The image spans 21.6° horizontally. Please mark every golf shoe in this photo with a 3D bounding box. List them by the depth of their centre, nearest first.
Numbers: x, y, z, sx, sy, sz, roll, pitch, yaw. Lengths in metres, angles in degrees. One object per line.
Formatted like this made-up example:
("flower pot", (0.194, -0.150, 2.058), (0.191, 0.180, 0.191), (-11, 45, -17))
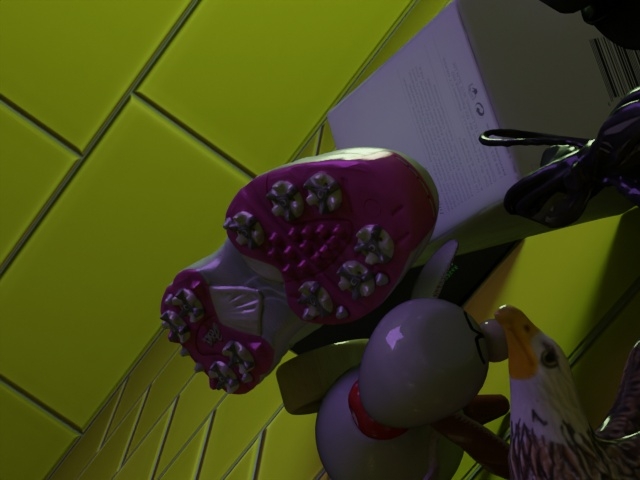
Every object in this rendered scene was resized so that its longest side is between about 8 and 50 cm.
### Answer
("golf shoe", (0.000, 0.000, 1.138), (0.140, 0.115, 0.306), (-36, 1, -36))

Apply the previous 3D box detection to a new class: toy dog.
("toy dog", (0.084, 0.114, 1.138), (0.161, 0.220, 0.334), (-17, 6, -15))

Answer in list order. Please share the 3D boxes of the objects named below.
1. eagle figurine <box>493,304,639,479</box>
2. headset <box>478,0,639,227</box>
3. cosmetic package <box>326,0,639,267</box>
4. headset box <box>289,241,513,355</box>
("eagle figurine", (0.152, 0.115, 0.810), (0.298, 0.225, 0.226), (-27, 43, -23))
("headset", (0.225, -0.135, 0.888), (0.394, 0.243, 0.185), (-43, 2, -32))
("cosmetic package", (0.159, -0.087, 1.182), (0.224, 0.138, 0.225), (-14, -11, -25))
("headset box", (0.082, -0.013, 1.657), (0.246, 0.131, 0.283), (-50, 11, 28))
